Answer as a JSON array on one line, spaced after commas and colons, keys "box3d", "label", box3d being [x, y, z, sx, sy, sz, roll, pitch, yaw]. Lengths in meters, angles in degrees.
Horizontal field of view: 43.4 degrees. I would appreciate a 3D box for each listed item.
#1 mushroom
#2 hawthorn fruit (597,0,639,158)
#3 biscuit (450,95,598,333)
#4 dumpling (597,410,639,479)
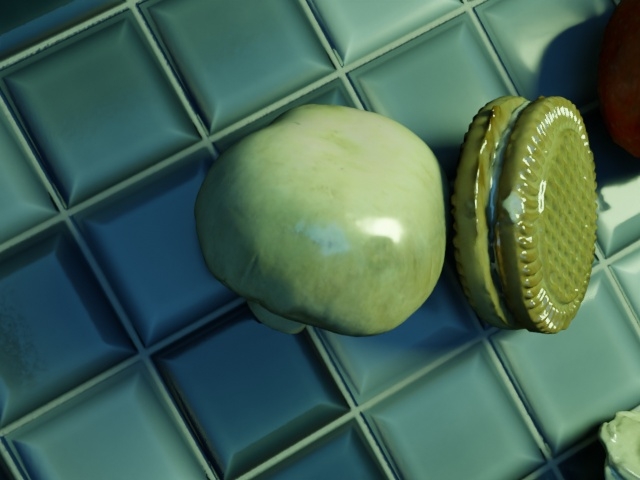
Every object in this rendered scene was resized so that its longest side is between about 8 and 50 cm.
[{"box3d": [0.000, 0.000, 0.777, 0.260, 0.254, 0.234, 1, 130, -24], "label": "mushroom"}, {"box3d": [0.395, -0.162, 0.851, 0.205, 0.205, 0.253, 10, 91, -9], "label": "hawthorn fruit"}, {"box3d": [0.213, -0.027, 0.812, 0.079, 0.259, 0.259, 2, 87, 34], "label": "biscuit"}, {"box3d": [0.390, 0.291, 0.864, 0.193, 0.147, 0.258, -25, 78, -48], "label": "dumpling"}]
